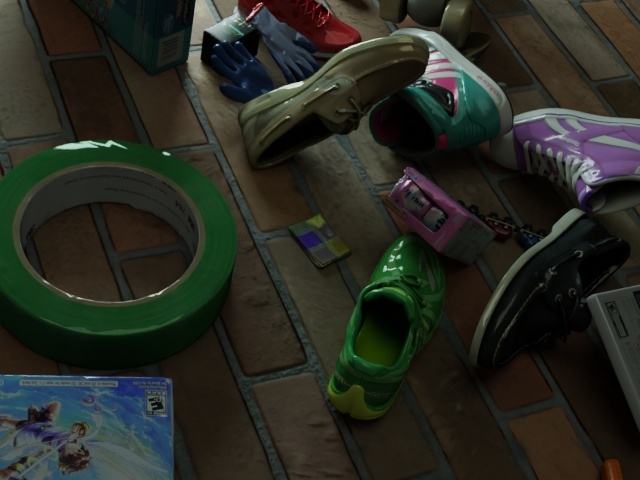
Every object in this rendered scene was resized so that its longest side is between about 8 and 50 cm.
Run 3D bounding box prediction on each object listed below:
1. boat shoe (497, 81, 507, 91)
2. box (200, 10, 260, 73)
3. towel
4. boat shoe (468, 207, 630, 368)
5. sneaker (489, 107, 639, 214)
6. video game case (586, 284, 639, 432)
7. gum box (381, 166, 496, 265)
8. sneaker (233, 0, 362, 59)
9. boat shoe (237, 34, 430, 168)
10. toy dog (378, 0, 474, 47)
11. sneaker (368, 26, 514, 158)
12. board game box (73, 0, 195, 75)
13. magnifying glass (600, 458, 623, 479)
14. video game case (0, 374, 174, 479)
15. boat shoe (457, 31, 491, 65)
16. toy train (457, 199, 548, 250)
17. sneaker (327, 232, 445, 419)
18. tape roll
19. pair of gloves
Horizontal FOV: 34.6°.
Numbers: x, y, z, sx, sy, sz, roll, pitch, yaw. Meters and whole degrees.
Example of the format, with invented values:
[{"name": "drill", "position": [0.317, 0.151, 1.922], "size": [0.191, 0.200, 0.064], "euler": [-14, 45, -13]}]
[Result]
[{"name": "boat shoe", "position": [0.262, -0.249, 1.703], "size": [0.100, 0.035, 0.035], "euler": [-19, 60, -20]}, {"name": "box", "position": [-0.142, -0.314, 1.634], "size": [0.052, 0.062, 0.083], "euler": [37, 51, 18]}, {"name": "towel", "position": [0.000, 0.000, 1.436], "size": [0.060, 0.009, 0.083], "euler": [-22, 59, -29]}, {"name": "boat shoe", "position": [0.318, 0.076, 1.377], "size": [0.113, 0.127, 0.340], "euler": [27, 38, 24]}, {"name": "sneaker", "position": [0.364, -0.111, 1.509], "size": [0.282, 0.102, 0.161], "euler": [3, 42, 32]}, {"name": "video game case", "position": [0.441, 0.150, 1.349], "size": [0.173, 0.022, 0.190], "euler": [-7, 71, -38]}, {"name": "gum box", "position": [0.162, -0.031, 1.396], "size": [0.107, 0.062, 0.188], "euler": [42, 9, 21]}, {"name": "sneaker", "position": [-0.030, -0.381, 1.677], "size": [0.221, 0.128, 0.087], "euler": [15, 48, -1]}, {"name": "boat shoe", "position": [0.024, -0.194, 1.479], "size": [0.302, 0.109, 0.098], "euler": [-22, 60, 15]}, {"name": "toy dog", "position": [0.220, -0.472, 1.764], "size": [0.220, 0.161, 0.334], "euler": [10, 40, -1]}, {"name": "sneaker", "position": [0.140, -0.223, 1.598], "size": [0.178, 0.124, 0.295], "euler": [-23, 43, -20]}, {"name": "board game box", "position": [-0.322, -0.458, 1.583], "size": [0.079, 0.254, 0.336], "euler": [-30, 63, -34]}, {"name": "magnifying glass", "position": [0.354, 0.351, 1.186], "size": [0.026, 0.092, 0.231], "euler": [7, 38, -4]}, {"name": "video game case", "position": [-0.292, 0.261, 1.103], "size": [0.269, 0.061, 0.244], "euler": [2, 51, -13]}, {"name": "boat shoe", "position": [0.236, -0.305, 1.734], "size": [0.056, 0.049, 0.152], "euler": [26, 47, 32]}, {"name": "toy train", "position": [0.264, -0.018, 1.509], "size": [0.158, 0.027, 0.036], "euler": [19, 52, 3]}, {"name": "sneaker", "position": [0.100, 0.093, 1.306], "size": [0.109, 0.123, 0.296], "euler": [21, 48, 4]}, {"name": "tape roll", "position": [-0.269, 0.010, 1.314], "size": [0.321, 0.077, 0.321], "euler": [7, 48, -8]}, {"name": "pair of gloves", "position": [-0.083, -0.271, 1.599], "size": [0.159, 0.023, 0.198], "euler": [45, 54, -13]}]
